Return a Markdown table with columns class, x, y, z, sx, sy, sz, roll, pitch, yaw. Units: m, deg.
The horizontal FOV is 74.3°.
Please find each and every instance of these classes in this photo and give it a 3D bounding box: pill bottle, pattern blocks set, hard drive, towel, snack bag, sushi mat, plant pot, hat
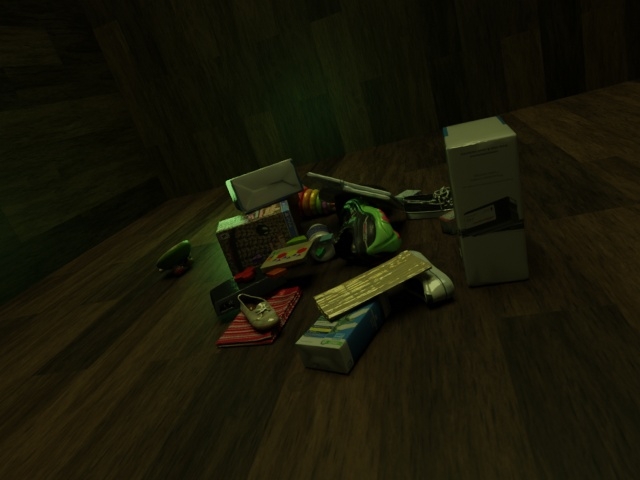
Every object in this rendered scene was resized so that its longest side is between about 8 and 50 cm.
| class | x | y | z | sx | sy | sz | roll | pitch | yaw |
| --- | --- | --- | --- | --- | --- | --- | --- | --- | --- |
| pill bottle | 0.000 | 0.000 | 1.657 | 0.112 | 0.112 | 0.187 | -18 | 21 | 0 |
| pattern blocks set | -0.115 | 0.057 | 1.462 | 0.324 | 0.026 | 0.285 | -12 | 22 | 30 |
| hard drive | -0.257 | 0.160 | 1.459 | 0.254 | 0.054 | 0.172 | -26 | 21 | -14 |
| towel | -0.186 | 0.235 | 1.329 | 0.198 | 0.031 | 0.275 | -10 | 22 | 22 |
| snack bag | 0.140 | -0.186 | 1.629 | 0.342 | 0.037 | 0.323 | 18 | 4 | 19 |
| sushi mat | 0.135 | 0.116 | 1.147 | 0.316 | 0.019 | 0.151 | -25 | 21 | -12 |
| plant pot | -0.182 | -0.126 | 2.022 | 0.205 | 0.188 | 0.205 | -15 | 20 | 6 |
| hat | 0.152 | -0.159 | 1.914 | 0.331 | 0.134 | 0.331 | 0 | 24 | 0 |

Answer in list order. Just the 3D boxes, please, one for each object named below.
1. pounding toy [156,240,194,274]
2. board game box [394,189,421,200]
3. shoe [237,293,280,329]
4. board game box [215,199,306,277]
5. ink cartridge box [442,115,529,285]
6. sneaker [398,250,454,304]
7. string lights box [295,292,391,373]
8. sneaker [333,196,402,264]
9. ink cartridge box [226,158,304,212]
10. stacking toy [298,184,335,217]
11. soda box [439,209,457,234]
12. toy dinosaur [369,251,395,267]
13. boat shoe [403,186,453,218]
| class | x | y | z | sx | sy | sz | roll | pitch | yaw |
| --- | --- | --- | --- | --- | --- | --- | --- | --- | --- |
| pounding toy | -0.664 | 0.106 | 1.992 | 0.183 | 0.110 | 0.237 | -40 | -1 | -23 |
| board game box | 0.413 | -0.213 | 1.993 | 0.090 | 0.020 | 0.090 | -30 | 24 | -28 |
| shoe | -0.194 | 0.211 | 1.270 | 0.076 | 0.058 | 0.219 | -32 | 23 | -25 |
| board game box | -0.229 | 0.007 | 1.658 | 0.291 | 0.232 | 0.141 | -19 | 21 | -1 |
| ink cartridge box | 0.454 | -0.115 | 1.178 | 0.166 | 0.395 | 0.285 | -8 | 22 | 18 |
| sneaker | 0.271 | 0.099 | 1.206 | 0.091 | 0.094 | 0.258 | -18 | 21 | -13 |
| string lights box | 0.067 | 0.221 | 1.087 | 0.133 | 0.077 | 0.259 | -4 | 24 | 36 |
| sneaker | 0.123 | -0.031 | 1.529 | 0.202 | 0.185 | 0.483 | -34 | 11 | -1 |
| ink cartridge box | -0.257 | -0.239 | 1.844 | 0.270 | 0.151 | 0.395 | -22 | 14 | -12 |
| stacking toy | 0.003 | -0.191 | 2.128 | 0.301 | 0.166 | 0.175 | 4 | 15 | 21 |
| soda box | 0.517 | -0.088 | 1.526 | 0.183 | 0.063 | 0.058 | -27 | 23 | -21 |
| toy dinosaur | 0.197 | 0.069 | 1.381 | 0.082 | 0.090 | 0.047 | 16 | -6 | -38 |
| boat shoe | 0.479 | -0.159 | 1.677 | 0.306 | 0.105 | 0.113 | -3 | 25 | 35 |
